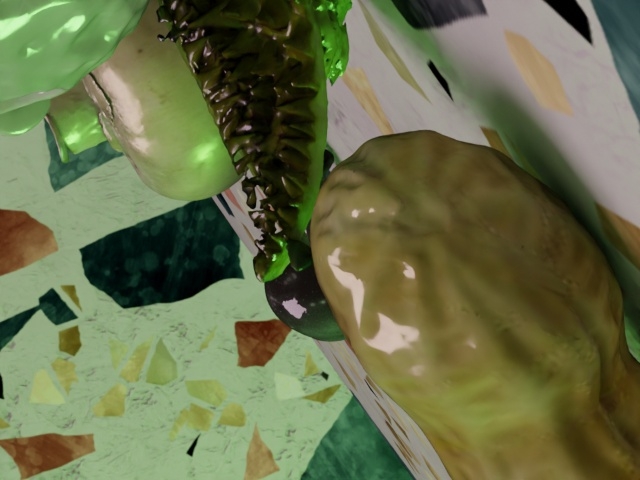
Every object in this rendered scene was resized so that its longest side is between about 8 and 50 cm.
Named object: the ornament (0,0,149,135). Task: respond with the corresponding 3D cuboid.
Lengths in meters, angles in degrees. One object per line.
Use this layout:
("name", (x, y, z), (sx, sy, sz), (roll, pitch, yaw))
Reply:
("ornament", (-0.223, -0.221, 0.853), (0.337, 0.337, 0.337), (54, 174, 8))

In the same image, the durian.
("durian", (-0.045, -0.150, 0.963), (0.132, 0.106, 0.375), (31, -143, -59))

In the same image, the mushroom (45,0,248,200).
("mushroom", (-0.167, -0.147, 1.572), (0.246, 0.202, 0.246), (61, 170, 20))

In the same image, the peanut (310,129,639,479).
("peanut", (0.110, 0.073, 0.893), (0.305, 0.147, 0.147), (57, 174, -17))

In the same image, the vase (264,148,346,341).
("vase", (0.000, 0.000, 1.533), (0.120, 0.120, 0.183), (47, 155, 53))
